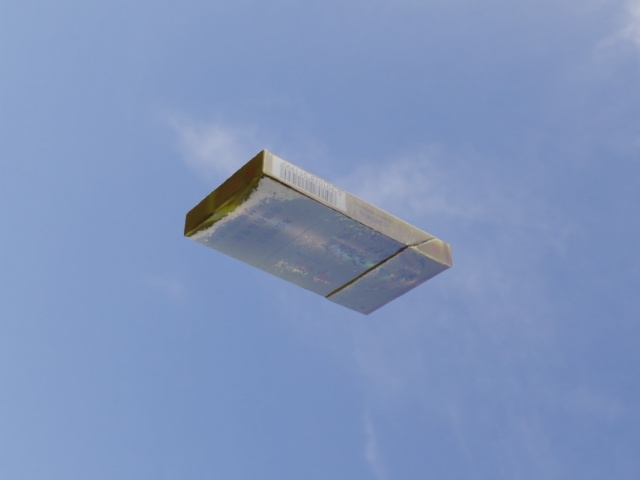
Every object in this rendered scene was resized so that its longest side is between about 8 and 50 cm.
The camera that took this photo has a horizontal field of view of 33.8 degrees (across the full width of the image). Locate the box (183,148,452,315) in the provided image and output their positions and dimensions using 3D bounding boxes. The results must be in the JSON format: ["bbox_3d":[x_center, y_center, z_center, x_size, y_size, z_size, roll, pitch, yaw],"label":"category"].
[{"bbox_3d":[0.000,0.000,0.680,0.089,0.156,0.022,-32,-137,40],"label":"box"}]
